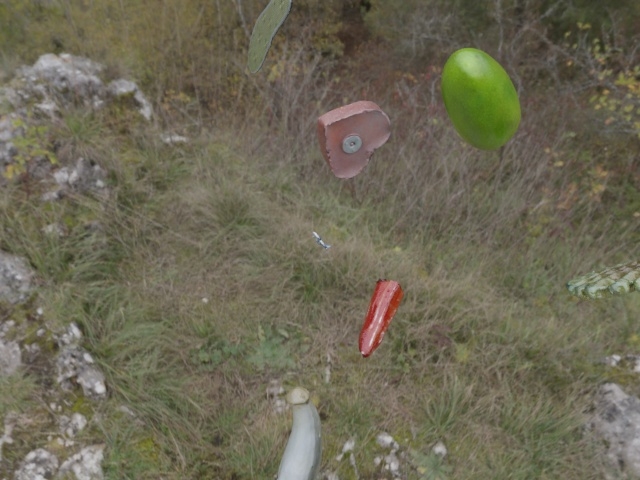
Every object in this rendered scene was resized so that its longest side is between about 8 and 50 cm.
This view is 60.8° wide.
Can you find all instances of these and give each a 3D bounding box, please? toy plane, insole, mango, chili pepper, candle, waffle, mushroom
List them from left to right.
[{"bbox_3d":[-0.112,-0.445,1.143,0.007,0.322,0.109,-4,84,-22],"label":"insole"},{"bbox_3d":[-0.048,0.506,1.377,0.103,0.118,0.270,-3,79,43],"label":"mushroom"},{"bbox_3d":[-0.001,0.002,1.884,0.084,0.078,0.024,41,74,17],"label":"toy plane"},{"bbox_3d":[0.102,-0.414,2.159,0.287,0.317,0.131,14,28,-38],"label":"candle"},{"bbox_3d":[0.114,0.164,1.095,0.064,0.088,0.169,18,54,12],"label":"chili pepper"},{"bbox_3d":[0.359,-0.317,1.231,0.156,0.343,0.192,-28,68,21],"label":"mango"},{"bbox_3d":[0.773,0.087,1.348,0.309,0.292,0.056,-20,85,17],"label":"waffle"}]
